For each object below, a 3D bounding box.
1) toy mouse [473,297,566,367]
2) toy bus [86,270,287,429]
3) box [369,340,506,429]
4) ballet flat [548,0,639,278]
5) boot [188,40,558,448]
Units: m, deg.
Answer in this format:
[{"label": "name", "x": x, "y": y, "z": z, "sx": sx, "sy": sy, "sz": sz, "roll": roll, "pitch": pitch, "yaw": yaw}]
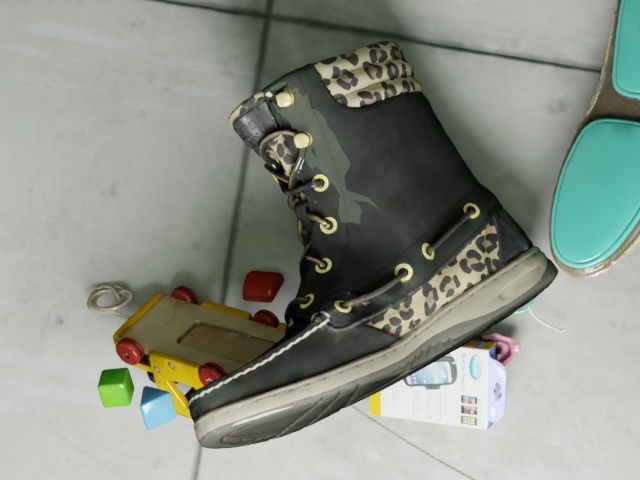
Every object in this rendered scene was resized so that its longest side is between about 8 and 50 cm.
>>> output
[{"label": "toy mouse", "x": 0.164, "y": 0.073, "z": 1.871, "sx": 0.143, "sy": 0.031, "sz": 0.161, "roll": 7, "pitch": 95, "yaw": 3}, {"label": "toy bus", "x": -0.112, "y": 0.121, "z": 1.849, "sx": 0.191, "sy": 0.202, "sz": 0.104, "roll": -13, "pitch": 124, "yaw": -3}, {"label": "box", "x": 0.113, "y": 0.133, "z": 1.854, "sx": 0.136, "sy": 0.028, "sz": 0.081, "roll": 6, "pitch": 107, "yaw": 19}, {"label": "ballet flat", "x": 0.300, "y": -0.108, "z": 1.809, "sx": 0.107, "sy": 0.106, "sz": 0.316, "roll": 18, "pitch": 88, "yaw": 28}, {"label": "boot", "x": 0.000, "y": 0.000, "z": 1.755, "sx": 0.377, "sy": 0.138, "sz": 0.284, "roll": -26, "pitch": 81, "yaw": -21}]
